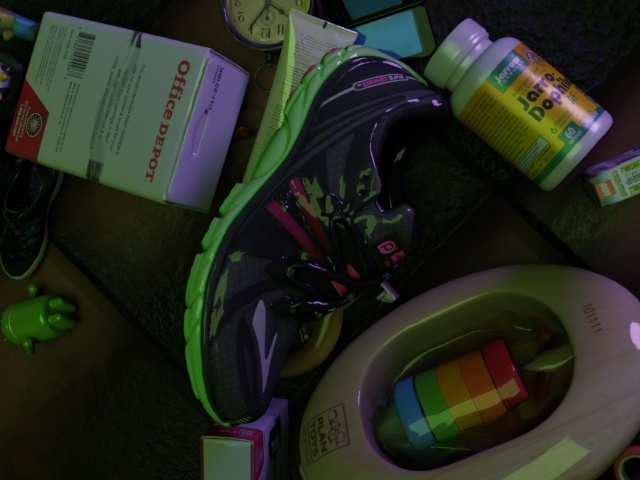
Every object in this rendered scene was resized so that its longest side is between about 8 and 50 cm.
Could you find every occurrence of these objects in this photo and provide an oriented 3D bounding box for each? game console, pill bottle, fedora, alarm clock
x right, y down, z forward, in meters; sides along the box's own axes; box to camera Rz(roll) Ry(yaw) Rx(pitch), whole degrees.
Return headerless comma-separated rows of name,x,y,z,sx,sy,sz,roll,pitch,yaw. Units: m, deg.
game console,0.073,-0.275,1.010,0.122,0.107,0.071,-15,64,16
pill bottle,0.230,-0.166,0.953,0.208,0.117,0.117,42,105,8
fedora,-0.050,0.083,1.075,0.194,0.079,0.194,1,95,15
alarm clock,-0.064,-0.291,1.047,0.129,0.064,0.192,6,95,14

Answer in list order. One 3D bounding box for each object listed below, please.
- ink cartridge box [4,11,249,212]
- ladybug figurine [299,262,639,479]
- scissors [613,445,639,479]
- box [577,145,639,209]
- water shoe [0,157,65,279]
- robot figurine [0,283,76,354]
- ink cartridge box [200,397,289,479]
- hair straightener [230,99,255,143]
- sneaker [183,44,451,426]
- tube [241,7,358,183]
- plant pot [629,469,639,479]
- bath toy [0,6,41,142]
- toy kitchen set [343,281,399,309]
ink cartridge box,-0.253,-0.168,1.051,0.273,0.114,0.197,18,93,24
ladybug figurine,0.182,0.202,0.951,0.449,0.162,0.305,-24,47,17
scissors,0.403,0.346,0.848,0.109,0.021,0.297,-22,85,34
box,0.349,-0.079,0.885,0.114,0.207,0.036,-24,89,17
water shoe,-0.440,-0.037,1.167,0.073,0.080,0.203,21,101,12
robot figurine,-0.421,0.118,1.186,0.115,0.067,0.101,-13,65,16
ink cartridge box,-0.096,0.293,1.063,0.072,0.175,0.127,1,97,12
hair straightener,-0.203,-0.154,1.118,0.230,0.047,0.089,-17,79,21
sneaker,0.000,0.000,0.924,0.202,0.185,0.482,24,85,21
tube,-0.035,-0.170,1.039,0.062,0.070,0.240,32,113,27
plant pot,0.404,0.347,0.950,0.165,0.167,0.167,-41,85,24
bath toy,-0.486,-0.157,1.133,0.129,0.151,0.348,24,105,10
toy kitchen set,0.053,0.072,1.044,0.075,0.083,0.068,-44,83,15
